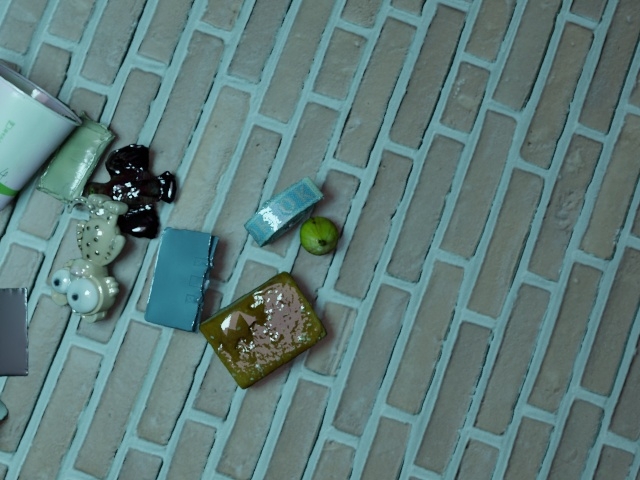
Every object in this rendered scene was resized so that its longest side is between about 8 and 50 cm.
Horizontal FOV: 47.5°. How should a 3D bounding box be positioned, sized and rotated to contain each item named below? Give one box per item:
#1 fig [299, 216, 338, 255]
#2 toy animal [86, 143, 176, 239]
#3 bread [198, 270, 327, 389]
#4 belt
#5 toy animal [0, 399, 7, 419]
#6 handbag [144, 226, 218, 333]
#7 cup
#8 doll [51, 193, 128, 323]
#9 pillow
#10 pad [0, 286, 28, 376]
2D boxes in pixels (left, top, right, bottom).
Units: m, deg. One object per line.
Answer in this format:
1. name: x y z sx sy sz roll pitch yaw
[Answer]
1. fig: -0.012 0.004 1.623 0.093 0.166 0.093 5 114 11
2. toy animal: -0.430 -0.110 1.641 0.179 0.116 0.218 1 106 25
3. bread: -0.126 0.198 1.625 0.234 0.110 0.184 -34 90 -6
4. belt: -0.091 -0.061 1.628 0.163 0.147 0.082 -35 87 -34
5. toy animal: -0.794 0.389 1.552 0.179 0.166 0.138 -20 60 6
6. handbag: -0.305 0.086 1.609 0.144 0.057 0.221 10 84 33
7. cup: -0.686 -0.221 1.554 0.253 0.253 0.274 36 94 -2
8. doll: -0.499 0.037 1.586 0.154 0.119 0.278 13 97 20
9. pillow: -0.549 -0.184 1.635 0.119 0.053 0.208 27 84 25
10. pad: -0.807 0.208 1.626 0.300 0.005 0.202 -2 87 -4
